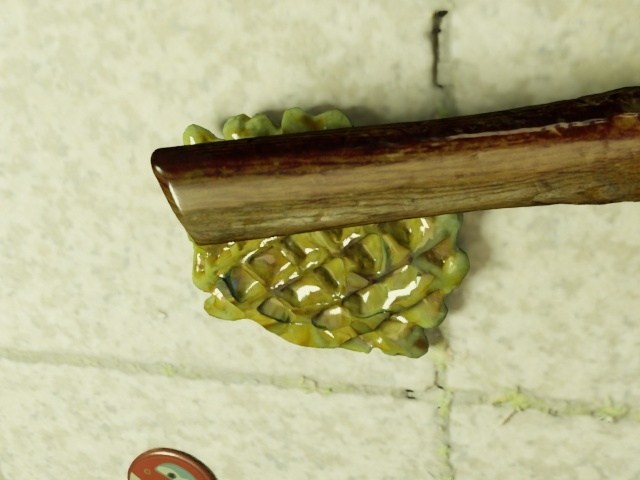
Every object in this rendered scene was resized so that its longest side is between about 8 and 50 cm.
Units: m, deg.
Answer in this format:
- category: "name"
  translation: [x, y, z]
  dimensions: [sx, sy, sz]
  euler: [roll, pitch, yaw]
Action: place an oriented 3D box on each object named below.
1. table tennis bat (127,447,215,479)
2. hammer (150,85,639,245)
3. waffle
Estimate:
- category: "table tennis bat"
  translation: [-0.169, 0.271, 0.793]
  dimensions: [0.098, 0.019, 0.155]
  euler: [39, 119, -8]
- category: "hammer"
  translation: [0.102, -0.041, 0.443]
  dimensions: [0.408, 0.095, 0.242]
  euler: [-7, 118, 7]
- category: "waffle"
  translation: [-0.001, 0.001, 0.561]
  dimensions: [0.223, 0.054, 0.204]
  euler: [10, 121, 10]
